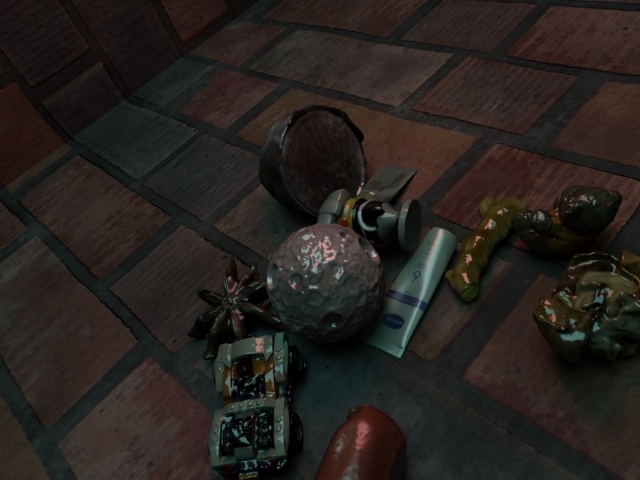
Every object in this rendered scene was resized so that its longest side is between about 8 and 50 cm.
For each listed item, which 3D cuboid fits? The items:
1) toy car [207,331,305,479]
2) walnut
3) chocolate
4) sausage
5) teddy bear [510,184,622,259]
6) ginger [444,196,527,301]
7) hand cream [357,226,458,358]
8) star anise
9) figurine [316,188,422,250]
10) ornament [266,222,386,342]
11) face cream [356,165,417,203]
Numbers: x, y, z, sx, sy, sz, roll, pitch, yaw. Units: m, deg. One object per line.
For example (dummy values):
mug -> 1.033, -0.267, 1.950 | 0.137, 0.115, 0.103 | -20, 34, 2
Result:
toy car -> -0.130, 0.327, 1.134 | 0.193, 0.118, 0.301 | -12, 47, 12
walnut -> 0.506, 0.124, 1.013 | 0.238, 0.141, 0.204 | -17, 32, 13
chocolate -> -0.047, -0.203, 1.531 | 0.213, 0.303, 0.303 | 0, 46, 49
sausage -> 0.064, 0.397, 0.952 | 0.148, 0.148, 0.254 | 4, 50, 29
teddy bear -> 0.510, -0.043, 1.143 | 0.177, 0.190, 0.140 | -16, 70, -16
ginger -> 0.362, 0.008, 1.247 | 0.118, 0.065, 0.299 | 2, 46, 45
hand cream -> 0.207, 0.107, 1.249 | 0.109, 0.067, 0.321 | 19, 65, 36
star anise -> -0.199, 0.157, 1.352 | 0.288, 0.088, 0.288 | -12, 59, 20
figurine -> 0.113, -0.039, 1.331 | 0.236, 0.176, 0.133 | 6, 63, 27
ornament -> 0.019, 0.083, 1.197 | 0.225, 0.259, 0.259 | -38, 37, 23
face cream -> 0.160, -0.139, 1.502 | 0.114, 0.070, 0.224 | 12, 45, 34
